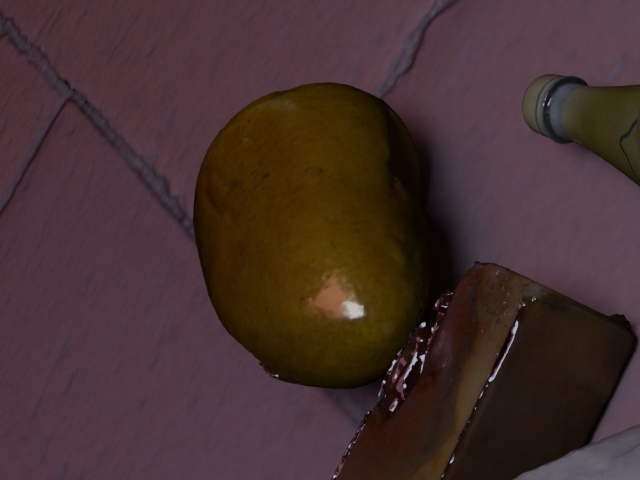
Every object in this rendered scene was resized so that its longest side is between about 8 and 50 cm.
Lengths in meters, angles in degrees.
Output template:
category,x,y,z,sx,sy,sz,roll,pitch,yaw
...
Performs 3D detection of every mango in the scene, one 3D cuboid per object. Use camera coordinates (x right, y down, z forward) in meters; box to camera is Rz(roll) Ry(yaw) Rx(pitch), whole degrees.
category,x,y,z,sx,sy,sz,roll,pitch,yaw
mango,0.000,0.000,1.088,0.167,0.130,0.262,-51,31,24

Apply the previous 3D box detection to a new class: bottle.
category,x,y,z,sx,sy,sz,roll,pitch,yaw
bottle,0.199,-0.049,0.912,0.270,0.083,0.083,22,88,57

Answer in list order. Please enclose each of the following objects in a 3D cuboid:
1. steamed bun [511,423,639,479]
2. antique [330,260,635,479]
category,x,y,z,sx,sy,sz,roll,pitch,yaw
steamed bun,0.134,0.179,0.713,0.283,0.283,0.177,-36,70,35
antique,0.059,0.160,0.967,0.093,0.087,0.310,30,95,56
